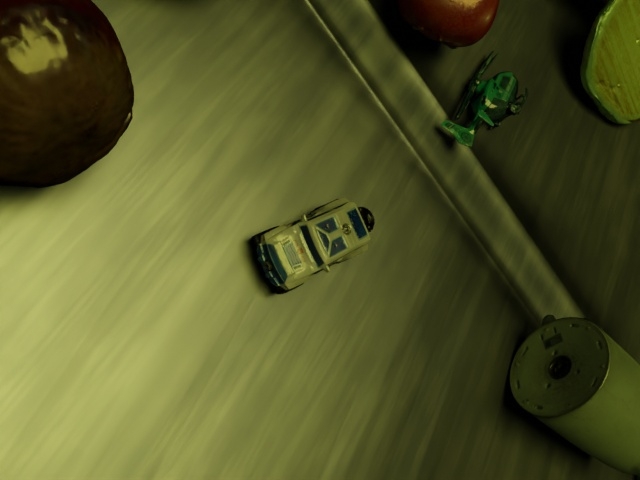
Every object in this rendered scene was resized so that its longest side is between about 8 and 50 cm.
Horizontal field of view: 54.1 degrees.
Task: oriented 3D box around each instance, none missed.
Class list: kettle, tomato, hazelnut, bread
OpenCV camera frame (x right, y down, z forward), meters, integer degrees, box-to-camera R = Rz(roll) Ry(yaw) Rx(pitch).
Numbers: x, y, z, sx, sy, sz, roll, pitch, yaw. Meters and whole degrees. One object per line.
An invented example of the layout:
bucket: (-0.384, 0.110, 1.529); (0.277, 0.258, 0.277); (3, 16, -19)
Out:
kettle: (0.441, 0.232, 0.994); (0.255, 0.165, 0.240); (35, 33, -24)
tomato: (0.201, -0.382, 0.968); (0.167, 0.167, 0.167); (9, 73, -33)
hazelnut: (-0.280, -0.157, 0.577); (0.208, 0.208, 0.208); (9, 73, -33)
bread: (0.641, -0.386, 1.260); (0.301, 0.045, 0.301); (-12, 118, -23)

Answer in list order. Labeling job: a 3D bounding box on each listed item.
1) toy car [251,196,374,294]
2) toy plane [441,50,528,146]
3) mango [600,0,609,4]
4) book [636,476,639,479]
toy car: (0.000, 0.000, 0.789); (0.171, 0.070, 0.080); (-25, 93, -36)
toy plane: (0.280, -0.229, 1.048); (0.096, 0.060, 0.235); (41, 55, -11)
mango: (0.635, -0.560, 1.301); (0.359, 0.187, 0.144); (8, 107, -33)
book: (0.649, 0.536, 1.123); (0.260, 0.043, 0.371); (29, 63, -24)
